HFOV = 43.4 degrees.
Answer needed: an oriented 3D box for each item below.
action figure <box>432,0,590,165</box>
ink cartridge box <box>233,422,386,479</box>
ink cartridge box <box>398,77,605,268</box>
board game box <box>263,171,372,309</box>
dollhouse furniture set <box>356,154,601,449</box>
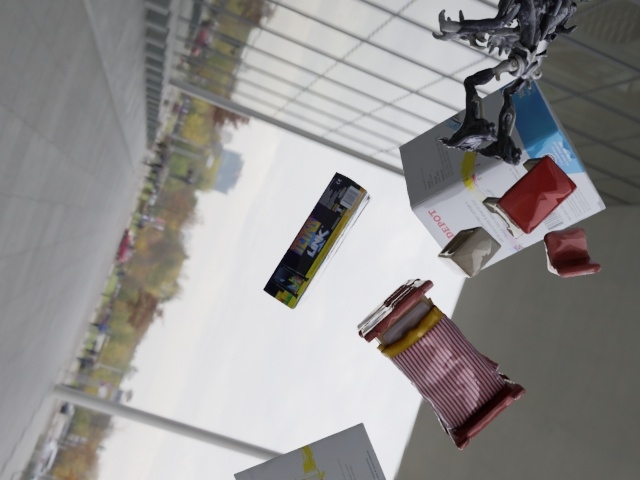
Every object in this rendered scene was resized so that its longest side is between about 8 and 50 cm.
[{"bbox_3d":[0.218,-0.238,0.963,0.141,0.164,0.275,29,-74,50],"label":"action figure"},{"bbox_3d":[-0.007,0.243,0.720,0.092,0.143,0.089,74,-6,-56],"label":"ink cartridge box"},{"bbox_3d":[0.306,-0.111,1.397,0.270,0.198,0.197,-29,-145,20],"label":"ink cartridge box"},{"bbox_3d":[0.000,0.000,1.021,0.170,0.048,0.141,-58,176,2],"label":"board game box"},{"bbox_3d":[0.247,0.074,1.111,0.374,0.201,0.152,-43,-179,-3],"label":"dollhouse furniture set"}]
